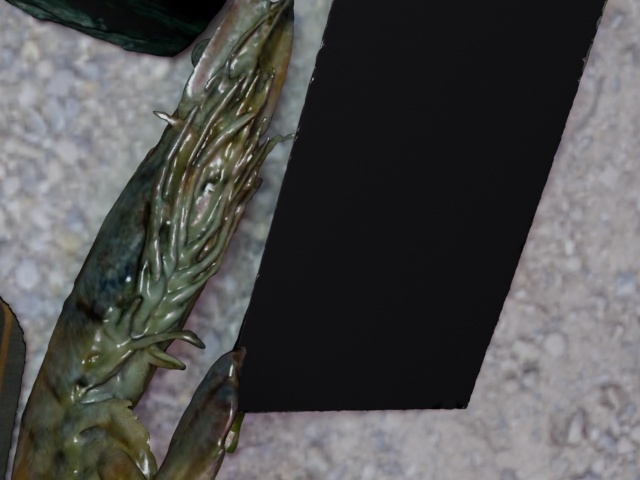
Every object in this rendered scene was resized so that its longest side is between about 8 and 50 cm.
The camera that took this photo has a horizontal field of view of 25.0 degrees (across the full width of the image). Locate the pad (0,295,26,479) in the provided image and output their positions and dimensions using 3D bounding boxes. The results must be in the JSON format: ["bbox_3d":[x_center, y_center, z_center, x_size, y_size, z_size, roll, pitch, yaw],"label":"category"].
[{"bbox_3d":[-0.304,0.158,0.581,0.375,0.063,0.315,6,99,-32],"label":"pad"}]

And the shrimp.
[{"bbox_3d":[-0.060,0.026,0.642,0.058,0.169,0.296,23,91,-35],"label":"shrimp"}]

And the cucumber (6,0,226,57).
[{"bbox_3d":[-0.119,-0.161,0.638,0.193,0.085,0.115,29,87,-29],"label":"cucumber"}]

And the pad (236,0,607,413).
[{"bbox_3d":[0.048,-0.022,0.716,0.163,0.004,0.243,5,110,-35],"label":"pad"}]

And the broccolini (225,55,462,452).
[{"bbox_3d":[0.000,0.000,0.727,0.051,0.054,0.239,29,92,-37],"label":"broccolini"}]
